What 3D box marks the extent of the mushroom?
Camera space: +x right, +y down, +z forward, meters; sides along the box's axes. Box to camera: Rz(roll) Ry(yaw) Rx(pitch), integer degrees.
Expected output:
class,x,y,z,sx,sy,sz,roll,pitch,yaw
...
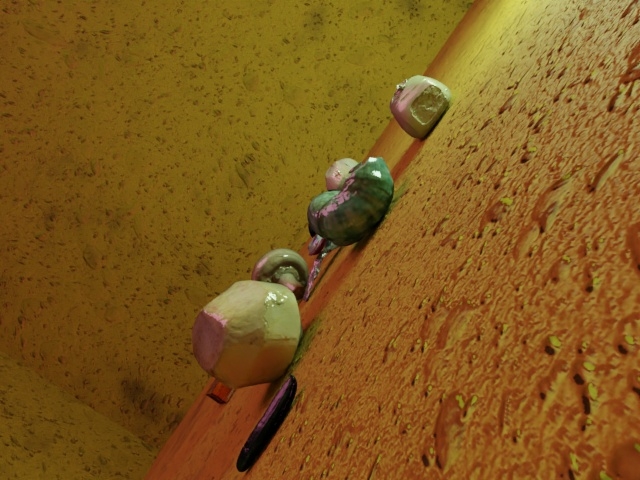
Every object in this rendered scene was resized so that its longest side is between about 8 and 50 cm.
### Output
class,x,y,z,sx,sy,sz,roll,pitch,yaw
mushroom,-0.126,0.139,1.684,0.207,0.207,0.215,-55,37,3

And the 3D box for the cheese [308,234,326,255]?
class,x,y,z,sx,sy,sz,roll,pitch,yaw
cheese,0.000,0.000,1.523,0.145,0.038,0.095,-49,16,42

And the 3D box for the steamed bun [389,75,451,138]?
class,x,y,z,sx,sy,sz,roll,pitch,yaw
steamed bun,0.279,-0.403,1.420,0.170,0.152,0.239,-53,7,18

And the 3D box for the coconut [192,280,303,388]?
class,x,y,z,sx,sy,sz,roll,pitch,yaw
coconut,-0.150,0.211,1.111,0.259,0.259,0.259,-55,4,6

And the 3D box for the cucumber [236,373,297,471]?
class,x,y,z,sx,sy,sz,roll,pitch,yaw
cucumber,-0.088,0.311,0.821,0.184,0.033,0.036,-56,29,-4

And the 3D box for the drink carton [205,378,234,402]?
class,x,y,z,sx,sy,sz,roll,pitch,yaw
drink carton,-0.363,0.546,1.803,0.096,0.071,0.223,-57,6,-26

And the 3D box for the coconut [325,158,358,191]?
class,x,y,z,sx,sy,sz,roll,pitch,yaw
coconut,0.096,-0.233,1.861,0.171,0.171,0.183,-54,49,16

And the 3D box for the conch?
class,x,y,z,sx,sy,sz,roll,pitch,yaw
conch,0.071,-0.080,1.232,0.220,0.195,0.277,-45,-25,-35

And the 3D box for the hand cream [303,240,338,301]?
class,x,y,z,sx,sy,sz,roll,pitch,yaw
hand cream,0.006,0.074,1.522,0.257,0.050,0.084,-59,8,-11

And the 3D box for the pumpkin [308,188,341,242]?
class,x,y,z,sx,sy,sz,roll,pitch,yaw
pumpkin,0.029,-0.086,1.753,0.202,0.140,0.202,-160,90,-81
